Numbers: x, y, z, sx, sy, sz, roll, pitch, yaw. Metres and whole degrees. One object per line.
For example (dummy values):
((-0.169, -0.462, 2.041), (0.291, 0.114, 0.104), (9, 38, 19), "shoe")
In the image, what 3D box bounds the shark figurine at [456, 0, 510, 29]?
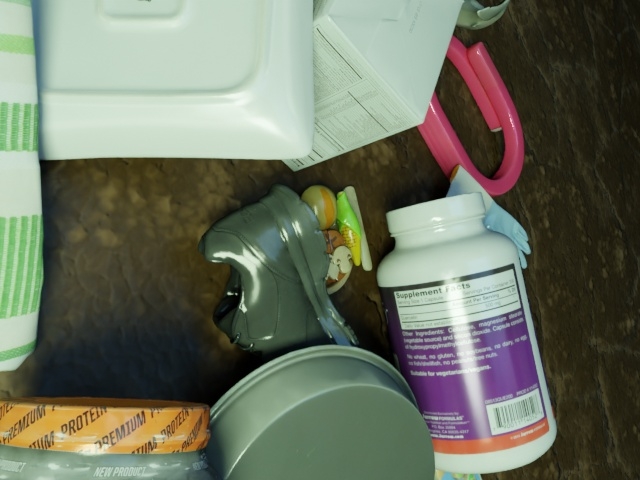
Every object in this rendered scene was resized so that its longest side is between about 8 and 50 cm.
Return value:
((0.187, -0.354, 0.879), (0.116, 0.278, 0.166), (-30, 139, -4), "shark figurine")

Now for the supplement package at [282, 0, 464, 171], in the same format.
((0.017, -0.215, 0.645), (0.149, 0.203, 0.194), (40, 57, -30), "supplement package")

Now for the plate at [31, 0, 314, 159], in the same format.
((-0.142, -0.206, 0.491), (0.277, 0.045, 0.278), (0, 78, 3), "plate")

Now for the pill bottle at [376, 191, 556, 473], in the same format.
((0.176, 0.109, 0.738), (0.181, 0.181, 0.323), (-11, 89, -43), "pill bottle")

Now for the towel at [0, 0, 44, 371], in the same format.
((-0.309, -0.047, 0.367), (0.247, 0.038, 0.325), (-9, 106, -42), "towel")

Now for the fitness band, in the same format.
((0.237, -0.206, 0.948), (0.291, 0.054, 0.209), (54, 54, -19), "fitness band")

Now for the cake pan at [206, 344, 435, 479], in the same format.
((-0.001, 0.250, 0.566), (0.293, 0.054, 0.294), (-7, 104, -29), "cake pan")

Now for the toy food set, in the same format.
((0.000, 0.000, 0.697), (0.192, 0.038, 0.133), (-17, 93, -42), "toy food set")

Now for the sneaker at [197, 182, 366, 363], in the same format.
((-0.039, 0.089, 0.614), (0.130, 0.109, 0.287), (-26, 106, -18), "sneaker")

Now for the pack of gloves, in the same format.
((0.239, 0.028, 0.918), (0.232, 0.046, 0.195), (36, 71, -29), "pack of gloves")

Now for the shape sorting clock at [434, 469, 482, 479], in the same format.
((0.163, 0.378, 0.767), (0.206, 0.040, 0.206), (10, 75, -41), "shape sorting clock")

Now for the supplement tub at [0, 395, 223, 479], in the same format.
((-0.163, 0.271, 0.392), (0.193, 0.193, 0.316), (13, 72, -40), "supplement tub")
